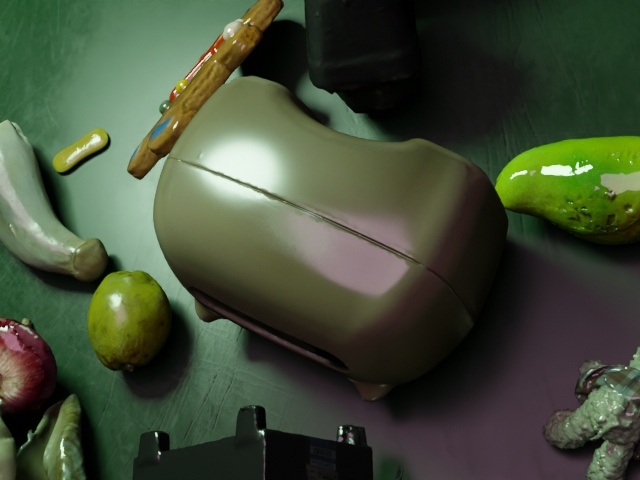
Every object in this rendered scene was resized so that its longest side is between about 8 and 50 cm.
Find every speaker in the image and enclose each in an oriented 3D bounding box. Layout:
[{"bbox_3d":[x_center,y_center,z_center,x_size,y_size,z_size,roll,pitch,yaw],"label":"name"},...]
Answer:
[{"bbox_3d":[-0.077,0.332,1.424,0.232,0.184,0.254,-20,61,41],"label":"speaker"}]

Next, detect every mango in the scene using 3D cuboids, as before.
[{"bbox_3d":[0.321,-0.058,1.509,0.233,0.111,0.125,-4,65,18],"label":"mango"}]

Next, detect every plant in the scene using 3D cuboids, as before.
[{"bbox_3d":[0.047,-0.266,1.595,0.142,0.256,0.164,-12,45,8],"label":"plant"}]

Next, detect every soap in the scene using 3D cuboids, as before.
[{"bbox_3d":[-0.336,-0.126,1.802,0.089,0.012,0.034,-33,64,5],"label":"soap"}]

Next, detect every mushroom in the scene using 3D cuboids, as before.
[{"bbox_3d":[-0.394,-0.037,1.749,0.118,0.103,0.270,-40,74,8],"label":"mushroom"}]

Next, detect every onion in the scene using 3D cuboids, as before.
[{"bbox_3d":[-0.400,0.149,1.681,0.150,0.140,0.150,8,117,15],"label":"onion"}]

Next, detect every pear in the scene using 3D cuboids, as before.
[{"bbox_3d":[-0.242,0.102,1.642,0.107,0.107,0.131,-8,80,15],"label":"pear"}]

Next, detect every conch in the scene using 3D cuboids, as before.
[{"bbox_3d":[-0.319,0.369,1.550,0.203,0.169,0.386,-8,34,-4],"label":"conch"}]

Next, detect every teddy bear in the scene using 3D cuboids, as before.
[{"bbox_3d":[0.342,0.171,1.418,0.213,0.111,0.133,-46,68,0],"label":"teddy bear"}]

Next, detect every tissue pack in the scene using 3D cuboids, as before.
[{"bbox_3d":[0.000,0.000,1.504,0.387,0.267,0.277,23,76,22],"label":"tissue pack"}]

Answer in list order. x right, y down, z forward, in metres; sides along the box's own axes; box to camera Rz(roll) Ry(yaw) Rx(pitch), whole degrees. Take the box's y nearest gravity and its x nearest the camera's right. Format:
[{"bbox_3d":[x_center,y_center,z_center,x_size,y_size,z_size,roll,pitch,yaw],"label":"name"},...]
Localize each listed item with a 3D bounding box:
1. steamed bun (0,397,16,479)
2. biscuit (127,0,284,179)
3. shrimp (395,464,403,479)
[{"bbox_3d":[-0.530,0.276,1.554,0.320,0.206,0.275,-35,45,31],"label":"steamed bun"},{"bbox_3d":[-0.147,-0.213,1.675,0.049,0.205,0.324,41,61,-9],"label":"biscuit"},{"bbox_3d":[0.060,0.346,1.473,0.073,0.075,0.190,-1,56,52],"label":"shrimp"}]
